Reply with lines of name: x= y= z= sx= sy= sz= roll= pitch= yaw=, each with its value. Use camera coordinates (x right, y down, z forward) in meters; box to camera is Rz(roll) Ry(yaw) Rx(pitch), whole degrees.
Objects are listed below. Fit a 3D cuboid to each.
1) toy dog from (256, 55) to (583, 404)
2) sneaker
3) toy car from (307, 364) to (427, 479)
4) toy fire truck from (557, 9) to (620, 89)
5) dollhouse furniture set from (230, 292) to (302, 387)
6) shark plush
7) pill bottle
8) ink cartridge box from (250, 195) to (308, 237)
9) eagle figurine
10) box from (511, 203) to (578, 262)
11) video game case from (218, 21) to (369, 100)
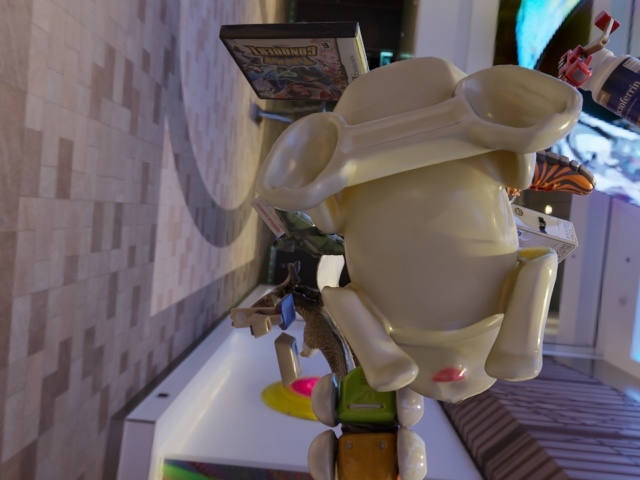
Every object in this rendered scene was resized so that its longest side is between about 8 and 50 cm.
toy dog: x=0.119 y=0.017 z=0.667 sx=0.395 sy=0.284 sz=0.408 roll=-103 pitch=175 yaw=-59
sneaker: x=0.531 y=-0.141 z=1.403 sx=0.125 sy=0.320 sz=0.180 roll=88 pitch=24 yaw=-76
toy car: x=0.072 y=0.274 z=0.778 sx=0.136 sy=0.159 sz=0.182 roll=63 pitch=25 yaw=-56
toy fire truck: x=0.608 y=-0.429 z=1.237 sx=0.135 sy=0.047 sz=0.192 roll=-47 pitch=-170 yaw=46
dollhouse furniture set: x=-0.078 y=0.136 z=0.680 sx=0.091 sy=0.081 sz=0.115 roll=-39 pitch=120 yaw=-67
shark plush: x=0.000 y=0.000 z=0.779 sx=0.073 sy=0.161 sz=0.067 roll=-56 pitch=-178 yaw=-30
pill bottle: x=0.898 y=-0.443 z=1.587 sx=0.264 sy=0.153 sz=0.153 roll=44 pitch=-25 yaw=27
ink cartridge box: x=-0.067 y=-0.086 z=1.173 sx=0.099 sy=0.135 sz=0.056 roll=51 pitch=18 yaw=-7
eagle figurine: x=0.029 y=0.178 z=0.969 sx=0.226 sy=0.298 sz=0.225 roll=-46 pitch=171 yaw=-13
box: x=0.553 y=-0.008 z=1.551 sx=0.169 sy=0.289 sz=0.087 roll=119 pitch=-18 yaw=-47
video game case: x=-0.038 y=-0.365 z=1.139 sx=0.248 sy=0.274 sz=0.035 roll=48 pitch=47 yaw=-71
